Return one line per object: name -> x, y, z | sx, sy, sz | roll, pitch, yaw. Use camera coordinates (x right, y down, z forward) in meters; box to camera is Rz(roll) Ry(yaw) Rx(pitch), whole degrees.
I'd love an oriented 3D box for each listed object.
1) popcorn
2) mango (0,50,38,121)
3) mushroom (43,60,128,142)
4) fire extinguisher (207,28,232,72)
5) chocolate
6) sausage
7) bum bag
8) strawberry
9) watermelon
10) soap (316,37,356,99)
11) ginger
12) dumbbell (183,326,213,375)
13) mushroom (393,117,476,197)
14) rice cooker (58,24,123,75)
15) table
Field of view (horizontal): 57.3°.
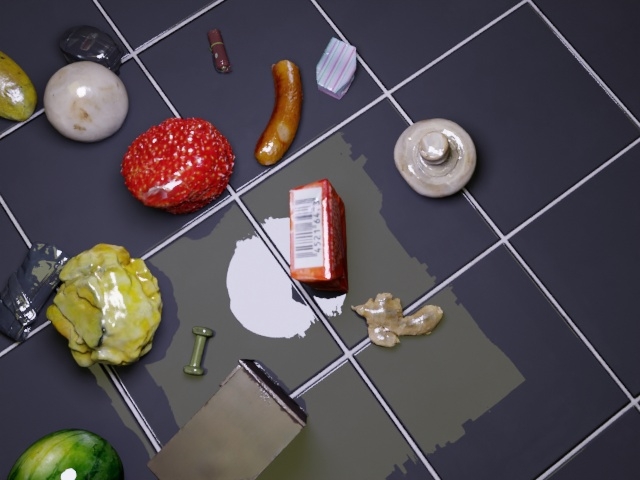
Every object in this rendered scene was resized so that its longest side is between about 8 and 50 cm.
popcorn -> -0.496, 0.156, 1.366 | 0.252, 0.215, 0.286 | -22, 83, -11
mango -> -0.896, -0.425, 1.512 | 0.329, 0.175, 0.176 | 16, 123, 3
mushroom -> -0.606, -0.365, 1.499 | 0.207, 0.207, 0.215 | -39, 51, -8
fire extinguisher -> -0.276, -0.508, 1.596 | 0.056, 0.039, 0.132 | -23, 78, 28
chocolate -> 0.000, 0.000, 1.399 | 0.108, 0.235, 0.237 | -6, 79, 12
sausage -> -0.103, -0.339, 1.543 | 0.103, 0.076, 0.302 | 6, 77, 9
bum bag -> -0.714, 0.122, 1.446 | 0.123, 0.060, 0.248 | 35, 81, 8
strawberry -> -0.349, -0.185, 1.426 | 0.261, 0.257, 0.261 | -1, 81, 8
watermelon -> -0.552, 0.534, 1.269 | 0.242, 0.242, 0.242 | 0, 78, -1
soap -> 0.043, -0.458, 1.579 | 0.100, 0.056, 0.149 | 25, 78, 7
ginger -> 0.195, 0.184, 1.441 | 0.214, 0.059, 0.133 | -18, 83, -3
dumbbell -> -0.298, 0.269, 1.425 | 0.052, 0.046, 0.118 | 9, 78, 7
mushroom -> 0.287, -0.223, 1.468 | 0.206, 0.209, 0.206 | -5, 52, 6
rice cooker -> -0.606, -0.497, 1.554 | 0.165, 0.106, 0.112 | 26, 67, 2
table -> -0.193, 0.430, 1.290 | 0.196, 0.250, 0.282 | 44, 82, 7
